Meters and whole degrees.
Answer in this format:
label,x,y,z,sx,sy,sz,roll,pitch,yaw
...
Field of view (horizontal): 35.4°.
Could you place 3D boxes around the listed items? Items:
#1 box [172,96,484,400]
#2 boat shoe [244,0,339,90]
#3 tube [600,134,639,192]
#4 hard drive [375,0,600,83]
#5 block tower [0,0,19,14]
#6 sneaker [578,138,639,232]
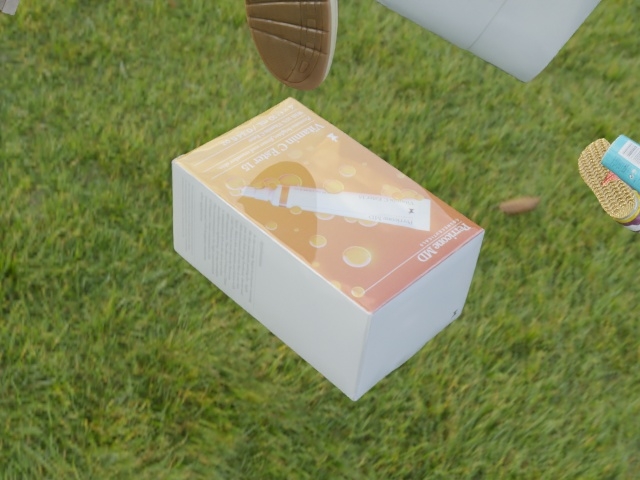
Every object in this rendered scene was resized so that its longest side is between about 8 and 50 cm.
label,x,y,z,sx,sy,sz,roll,pitch,yaw
box,0.000,0.000,1.290,0.345,0.168,0.215,37,52,26
boat shoe,-0.015,-0.345,1.179,0.123,0.342,0.123,16,41,28
tube,0.506,-0.075,1.452,0.207,0.080,0.052,39,11,18
hard drive,-0.010,-0.195,0.311,0.307,0.203,0.040,27,48,-8
block tower,-0.485,-0.357,1.137,0.335,0.097,0.091,10,33,-37
sneaker,0.476,-0.084,1.613,0.084,0.069,0.186,35,32,-35
